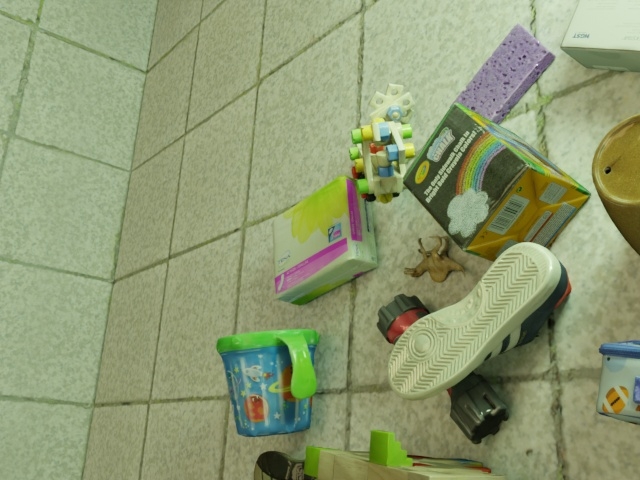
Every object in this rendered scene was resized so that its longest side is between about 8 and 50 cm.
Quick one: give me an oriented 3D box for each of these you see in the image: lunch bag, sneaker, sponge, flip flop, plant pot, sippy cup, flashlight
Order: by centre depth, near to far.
[{"bbox_3d":[0.484,0.177,0.723,0.303,0.243,0.114,-4,73,53],"label":"lunch bag"},{"bbox_3d":[0.468,-0.066,0.835,0.237,0.255,0.237,-27,55,46],"label":"plant pot"},{"bbox_3d":[0.271,0.156,1.081,0.350,0.148,0.131,-42,49,21],"label":"sneaker"},{"bbox_3d":[0.214,0.229,1.187,0.103,0.103,0.304,-34,48,0],"label":"flashlight"},{"bbox_3d":[0.352,-0.308,1.274,0.210,0.031,0.117,-52,41,25],"label":"sponge"},{"bbox_3d":[-0.038,0.518,1.420,0.277,0.080,0.112,-15,58,32],"label":"flip flop"},{"bbox_3d":[-0.114,0.327,1.485,0.240,0.305,0.223,-6,78,6],"label":"sippy cup"}]

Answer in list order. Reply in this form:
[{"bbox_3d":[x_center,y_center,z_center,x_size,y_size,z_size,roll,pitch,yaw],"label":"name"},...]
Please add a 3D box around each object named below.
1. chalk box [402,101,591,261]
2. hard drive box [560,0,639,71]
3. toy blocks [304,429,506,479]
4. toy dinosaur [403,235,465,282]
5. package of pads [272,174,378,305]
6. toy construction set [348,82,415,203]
[{"bbox_3d":[0.287,-0.111,1.158,0.180,0.179,0.289,-56,38,23],"label":"chalk box"},{"bbox_3d":[0.521,-0.395,1.037,0.181,0.089,0.232,30,100,54],"label":"hard drive box"},{"bbox_3d":[0.179,0.406,1.040,0.381,0.261,0.190,-16,66,57],"label":"toy blocks"},{"bbox_3d":[0.237,0.037,1.283,0.183,0.053,0.092,-8,85,59],"label":"toy dinosaur"},{"bbox_3d":[0.000,0.000,1.551,0.297,0.101,0.229,-31,53,42],"label":"package of pads"},{"bbox_3d":[0.127,-0.204,1.378,0.327,0.151,0.214,-76,-19,-57],"label":"toy construction set"}]
